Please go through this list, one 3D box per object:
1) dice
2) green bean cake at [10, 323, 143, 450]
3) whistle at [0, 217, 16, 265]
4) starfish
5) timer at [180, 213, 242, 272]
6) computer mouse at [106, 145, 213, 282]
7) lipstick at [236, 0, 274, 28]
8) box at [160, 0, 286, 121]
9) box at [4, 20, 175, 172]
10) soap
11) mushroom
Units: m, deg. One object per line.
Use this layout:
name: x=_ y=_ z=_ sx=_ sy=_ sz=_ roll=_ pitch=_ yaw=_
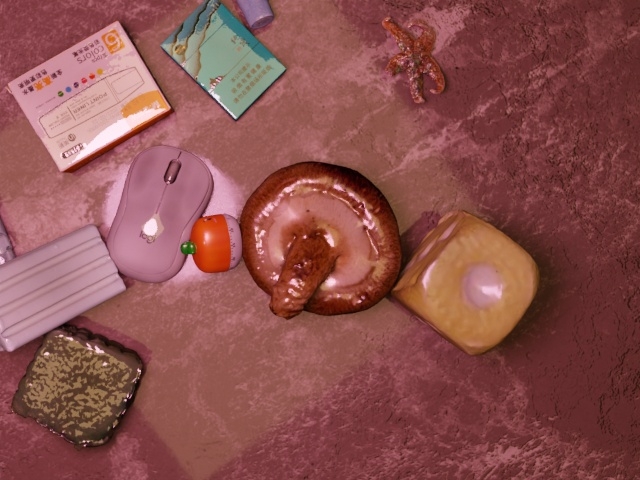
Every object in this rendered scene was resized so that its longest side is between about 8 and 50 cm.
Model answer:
dice: x=0.303 y=0.088 z=1.627 sx=0.227 sy=0.233 sz=0.238 roll=38 pitch=88 yaw=-7
green bean cake: x=-0.502 y=0.305 z=1.601 sx=0.227 sy=0.125 sz=0.222 roll=28 pitch=86 yaw=-8
whistle: x=-0.704 y=-0.049 z=1.602 sx=0.062 sy=0.062 sz=0.312 roll=-21 pitch=93 yaw=-5
starfish: x=0.202 y=-0.409 z=1.706 sx=0.150 sy=0.053 sz=0.209 roll=-37 pitch=91 yaw=-17
timer: x=-0.230 y=0.008 z=1.585 sx=0.136 sy=0.099 sz=0.136 roll=-7 pitch=113 yaw=-17
computer mouse: x=-0.345 y=-0.056 z=1.612 sx=0.184 sy=0.121 sz=0.296 roll=24 pitch=90 yaw=-4
lipstick: x=-0.182 y=-0.593 z=1.645 sx=0.068 sy=0.061 sz=0.274 roll=-25 pitch=89 yaw=-3
box: x=-0.209 y=-0.394 z=1.655 sx=0.226 sy=0.042 sz=0.161 roll=45 pitch=86 yaw=-6
box: x=-0.476 y=-0.299 z=1.605 sx=0.274 sy=0.091 sz=0.220 roll=-33 pitch=95 yaw=-4
soap: x=-0.551 y=0.093 z=1.544 sx=0.265 sy=0.088 sz=0.159 roll=-31 pitch=101 yaw=-34
mushroom: x=-0.002 y=-0.004 z=1.614 sx=0.345 sy=0.239 sz=0.345 roll=-4 pitch=100 yaw=-25
